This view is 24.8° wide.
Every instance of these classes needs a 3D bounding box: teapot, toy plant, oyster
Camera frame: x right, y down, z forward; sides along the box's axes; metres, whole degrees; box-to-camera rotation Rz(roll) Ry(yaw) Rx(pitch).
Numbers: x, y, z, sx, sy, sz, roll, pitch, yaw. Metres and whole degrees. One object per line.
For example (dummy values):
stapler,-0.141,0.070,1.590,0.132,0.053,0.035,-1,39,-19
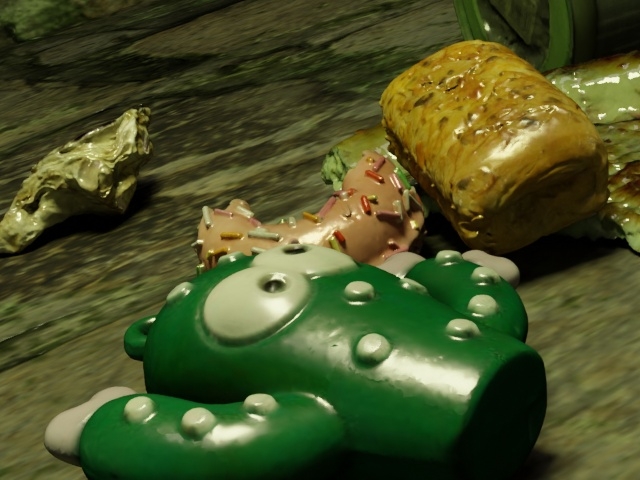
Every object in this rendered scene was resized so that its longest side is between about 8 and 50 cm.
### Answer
teapot,0.308,-0.276,1.292,0.337,0.270,0.200,-19,49,-19
toy plant,-0.005,0.064,0.743,0.243,0.113,0.232,-3,22,14
oyster,-0.211,-0.044,1.292,0.191,0.081,0.163,-35,-1,-13

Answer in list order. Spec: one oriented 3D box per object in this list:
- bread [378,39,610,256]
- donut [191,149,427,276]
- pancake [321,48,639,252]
bread,0.112,-0.070,0.987,0.114,0.083,0.211,-27,27,-4
donut,0.000,0.000,0.969,0.166,0.065,0.117,-28,33,-13
pancake,0.186,-0.073,1.076,0.426,0.067,0.305,3,26,36
